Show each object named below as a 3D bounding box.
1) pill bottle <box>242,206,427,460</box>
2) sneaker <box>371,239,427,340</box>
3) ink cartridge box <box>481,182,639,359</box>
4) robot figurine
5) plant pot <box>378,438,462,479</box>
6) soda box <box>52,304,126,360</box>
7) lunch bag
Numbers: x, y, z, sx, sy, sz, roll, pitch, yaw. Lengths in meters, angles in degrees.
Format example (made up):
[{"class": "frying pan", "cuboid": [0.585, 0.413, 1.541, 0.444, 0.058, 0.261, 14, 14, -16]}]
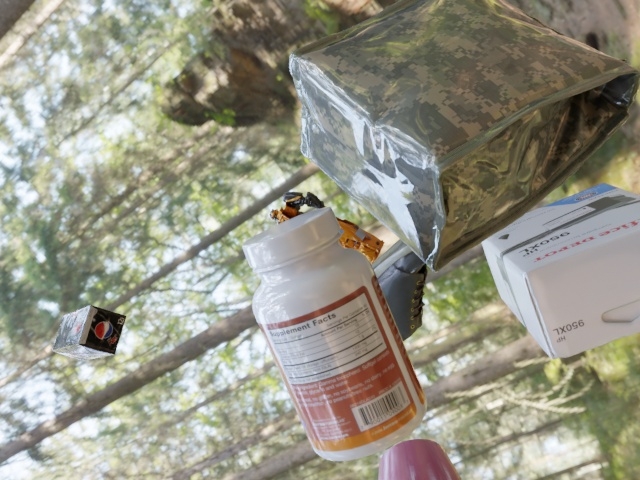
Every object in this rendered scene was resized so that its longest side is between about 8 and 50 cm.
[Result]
[{"class": "pill bottle", "cuboid": [0.009, 0.085, 0.723, 0.121, 0.121, 0.216, -36, -74, -60]}, {"class": "sneaker", "cuboid": [0.142, 0.061, 1.147, 0.118, 0.222, 0.083, 46, -148, -4]}, {"class": "ink cartridge box", "cuboid": [0.479, 0.038, 1.395, 0.395, 0.285, 0.166, -86, -26, -79]}, {"class": "robot figurine", "cuboid": [0.000, 0.000, 1.894, 0.291, 0.211, 0.085, 26, -140, 4]}, {"class": "plant pot", "cuboid": [0.182, 0.463, 1.360, 0.201, 0.201, 0.180, 39, -156, -30]}, {"class": "soda box", "cuboid": [-0.332, 0.133, 1.091, 0.053, 0.169, 0.060, 22, -111, -26]}, {"class": "lunch bag", "cuboid": [0.150, -0.143, 0.794, 0.235, 0.287, 0.169, 44, 155, 35]}]
